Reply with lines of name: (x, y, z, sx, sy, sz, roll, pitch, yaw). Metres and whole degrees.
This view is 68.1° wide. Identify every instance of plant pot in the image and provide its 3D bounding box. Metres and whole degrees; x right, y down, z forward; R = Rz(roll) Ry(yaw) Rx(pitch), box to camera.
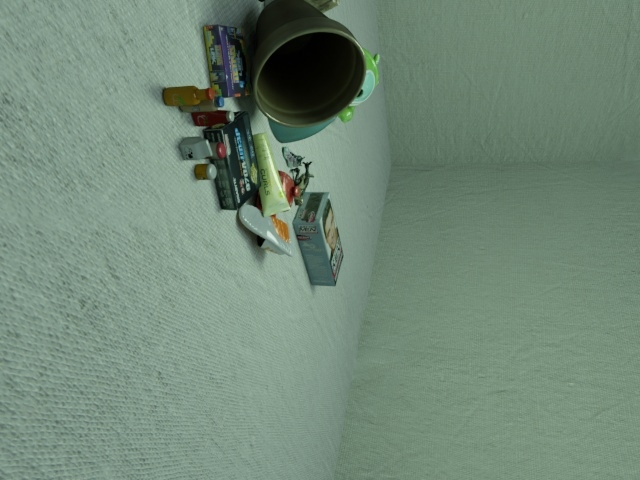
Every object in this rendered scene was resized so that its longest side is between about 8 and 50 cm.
plant pot: (-0.065, -0.538, 1.366, 0.323, 0.323, 0.280, 64, 4, -58)
plant pot: (-0.043, -0.480, 1.610, 0.290, 0.196, 0.290, 2, 90, -74)

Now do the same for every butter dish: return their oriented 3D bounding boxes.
butter dish: (-0.124, -0.155, 1.500, 0.160, 0.118, 0.159, 35, 58, -71)

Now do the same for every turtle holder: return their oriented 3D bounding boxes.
turtle holder: (0.115, -0.714, 2.152, 0.227, 0.243, 0.320, -60, -169, -31)

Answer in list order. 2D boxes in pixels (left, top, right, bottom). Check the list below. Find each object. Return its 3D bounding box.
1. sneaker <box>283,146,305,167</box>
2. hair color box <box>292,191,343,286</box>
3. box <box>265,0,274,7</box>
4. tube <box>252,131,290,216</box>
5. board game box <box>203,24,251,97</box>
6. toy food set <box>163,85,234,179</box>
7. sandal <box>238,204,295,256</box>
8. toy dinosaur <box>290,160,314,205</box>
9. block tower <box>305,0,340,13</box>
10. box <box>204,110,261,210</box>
sneaker: (-0.090, -0.300, 1.690, 0.098, 0.069, 0.038, 65, 30, -57)
hair color box: (0.000, 0.000, 1.954, 0.374, 0.114, 0.185, 75, 23, -43)
box: (-0.113, -0.716, 1.514, 0.101, 0.102, 0.087, -12, 100, -74)
tube: (-0.156, -0.195, 1.400, 0.062, 0.070, 0.240, -57, 135, -75)
board game box: (-0.235, -0.456, 1.216, 0.141, 0.048, 0.170, -54, 142, -65)
toy food set: (-0.252, -0.248, 1.072, 0.111, 0.105, 0.232, -70, 155, -48)
sandal: (-0.174, -0.028, 1.446, 0.265, 0.076, 0.101, 37, 44, -45)
toy dinosaur: (-0.068, -0.233, 1.801, 0.268, 0.064, 0.118, -70, 162, -53)
block tower: (-0.086, -0.791, 1.384, 0.336, 0.091, 0.097, 11, 81, -45)
box: (-0.227, -0.214, 1.259, 0.175, 0.051, 0.220, -62, 149, -57)
